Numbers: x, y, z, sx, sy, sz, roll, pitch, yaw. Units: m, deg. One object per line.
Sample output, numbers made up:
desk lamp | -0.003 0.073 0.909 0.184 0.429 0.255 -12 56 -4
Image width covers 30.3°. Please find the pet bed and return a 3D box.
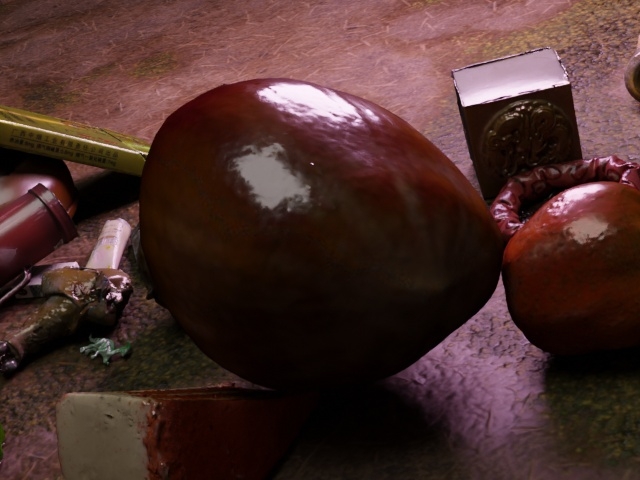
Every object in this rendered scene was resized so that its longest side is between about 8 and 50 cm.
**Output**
pet bed | 0.302 -0.040 1.446 0.201 0.053 0.201 -17 28 10

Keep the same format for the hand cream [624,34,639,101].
hand cream | 0.488 -0.267 1.740 0.084 0.084 0.203 -7 22 16

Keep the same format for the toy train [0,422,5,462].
toy train | -0.504 0.209 1.310 0.307 0.173 0.249 4 25 33

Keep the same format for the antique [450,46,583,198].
antique | 0.263 -0.155 1.568 0.146 0.152 0.148 -13 31 7

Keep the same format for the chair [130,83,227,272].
chair | -0.134 -0.062 1.656 0.270 0.147 0.136 -59 24 13

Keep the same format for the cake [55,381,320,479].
cake | -0.137 0.172 1.183 0.158 0.160 0.262 0 31 33

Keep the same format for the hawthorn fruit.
hawthorn fruit | 0.274 0.035 1.208 0.189 0.189 0.189 -12 28 7

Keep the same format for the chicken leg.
chicken leg | -0.334 0.091 1.516 0.196 0.080 0.125 -24 30 -4

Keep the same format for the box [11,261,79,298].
box | -0.384 0.056 1.660 0.083 0.024 0.054 -5 29 22

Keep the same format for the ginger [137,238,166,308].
ginger | -0.043 -0.041 1.473 0.375 0.176 0.256 -3 71 3

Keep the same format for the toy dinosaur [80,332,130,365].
toy dinosaur | -0.265 0.128 1.470 0.062 0.021 0.083 -14 30 4

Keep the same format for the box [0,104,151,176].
box | -0.387 -0.154 1.832 0.311 0.043 0.173 12 11 -34

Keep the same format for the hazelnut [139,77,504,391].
hazelnut | -0.005 -0.001 1.206 0.365 0.366 0.366 -12 28 7

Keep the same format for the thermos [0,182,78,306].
thermos | -0.453 0.026 1.632 0.232 0.099 0.124 -39 78 -22

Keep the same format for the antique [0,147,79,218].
antique | -0.489 -0.065 1.819 0.223 0.129 0.278 -16 26 1

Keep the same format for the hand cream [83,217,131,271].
hand cream | -0.305 0.019 1.675 0.061 0.039 0.143 -9 34 13
